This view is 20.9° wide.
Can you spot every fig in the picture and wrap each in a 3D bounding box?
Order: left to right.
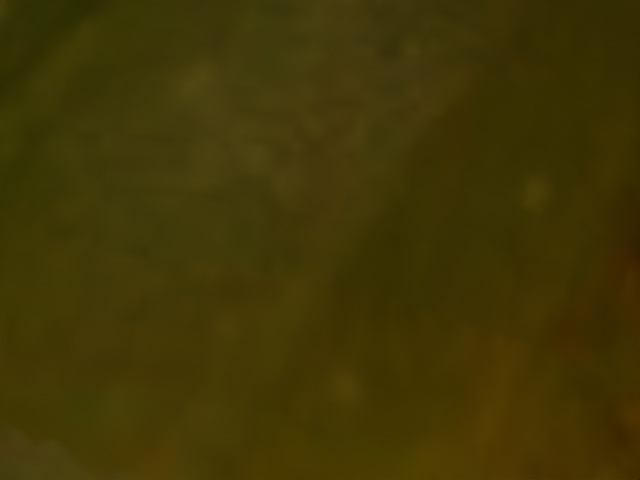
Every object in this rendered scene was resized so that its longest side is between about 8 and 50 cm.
[{"bbox_3d":[0.000,0.000,0.481,0.316,0.316,0.316,24,141,21],"label":"fig"}]
